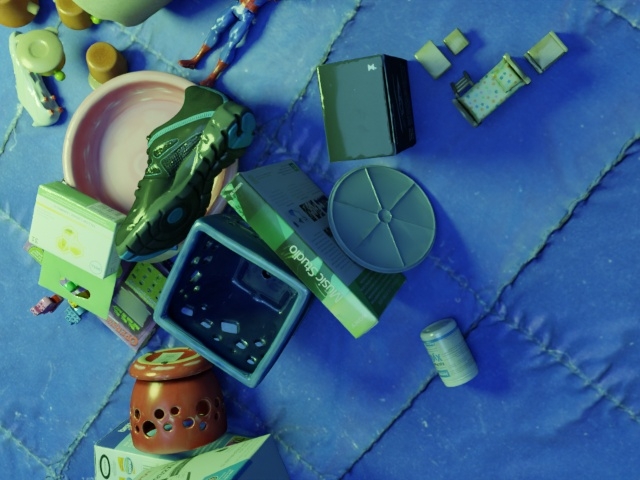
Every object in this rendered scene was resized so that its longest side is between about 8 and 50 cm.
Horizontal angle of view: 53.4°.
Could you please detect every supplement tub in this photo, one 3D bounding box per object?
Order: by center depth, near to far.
[{"bbox_3d":[0.233,0.201,1.151,0.071,0.071,0.107,-26,92,21],"label":"supplement tub"}]

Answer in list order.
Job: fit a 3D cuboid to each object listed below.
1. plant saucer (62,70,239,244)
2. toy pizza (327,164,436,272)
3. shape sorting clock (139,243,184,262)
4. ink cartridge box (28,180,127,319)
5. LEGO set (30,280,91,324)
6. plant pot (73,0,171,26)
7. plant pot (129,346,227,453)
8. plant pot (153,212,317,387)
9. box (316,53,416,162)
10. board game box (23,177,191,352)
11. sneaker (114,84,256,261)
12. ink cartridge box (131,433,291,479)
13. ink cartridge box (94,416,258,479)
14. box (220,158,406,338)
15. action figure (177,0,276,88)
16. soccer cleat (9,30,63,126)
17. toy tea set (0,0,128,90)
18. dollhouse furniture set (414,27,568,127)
[{"bbox_3d":[-0.315,-0.150,1.213,0.333,0.084,0.331,0,93,4],"label":"plant saucer"},{"bbox_3d":[0.106,-0.037,1.104,0.201,0.201,0.032,48,154,3],"label":"toy pizza"},{"bbox_3d":[-0.347,-0.057,1.284,0.206,0.040,0.206,0,95,5],"label":"shape sorting clock"},{"bbox_3d":[-0.459,0.028,1.188,0.171,0.056,0.235,26,113,10],"label":"ink cartridge box"},{"bbox_3d":[-0.508,0.112,1.314,0.087,0.093,0.227,48,111,4],"label":"LEGO set"},{"bbox_3d":[-0.291,-0.534,1.055,0.306,0.334,0.333,-30,91,33],"label":"plant pot"},{"bbox_3d":[-0.289,0.315,1.287,0.191,0.191,0.174,-2,95,18],"label":"plant pot"},{"bbox_3d":[-0.123,0.082,1.159,0.236,0.212,0.235,33,116,9],"label":"plant pot"},{"bbox_3d":[0.081,-0.215,1.036,0.108,0.207,0.153,-5,100,19],"label":"box"},{"bbox_3d":[-0.459,0.051,1.359,0.347,0.056,0.208,41,107,6],"label":"board game box"},{"bbox_3d":[-0.258,-0.116,1.124,0.140,0.125,0.340,37,90,20],"label":"sneaker"},{"bbox_3d":[-0.233,0.479,1.128,0.308,0.223,0.129,-22,92,20],"label":"ink cartridge box"},{"bbox_3d":[-0.326,0.545,1.365,0.396,0.151,0.269,4,101,15],"label":"ink cartridge box"},{"bbox_3d":[0.000,0.000,1.097,0.322,0.232,0.058,45,112,5],"label":"box"},{"bbox_3d":[-0.156,-0.397,1.117,0.091,0.139,0.280,44,109,3],"label":"action figure"},{"bbox_3d":[-0.603,-0.330,1.312,0.076,0.068,0.196,-15,99,24],"label":"soccer cleat"},{"bbox_3d":[-0.520,-0.421,1.260,0.200,0.124,0.336,-31,88,-8],"label":"toy tea set"},{"bbox_3d":[0.268,-0.300,1.013,0.182,0.101,0.161,-41,87,21],"label":"dollhouse furniture set"}]
